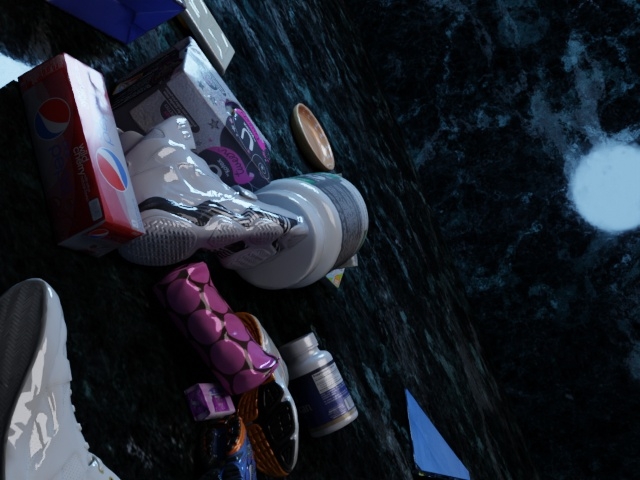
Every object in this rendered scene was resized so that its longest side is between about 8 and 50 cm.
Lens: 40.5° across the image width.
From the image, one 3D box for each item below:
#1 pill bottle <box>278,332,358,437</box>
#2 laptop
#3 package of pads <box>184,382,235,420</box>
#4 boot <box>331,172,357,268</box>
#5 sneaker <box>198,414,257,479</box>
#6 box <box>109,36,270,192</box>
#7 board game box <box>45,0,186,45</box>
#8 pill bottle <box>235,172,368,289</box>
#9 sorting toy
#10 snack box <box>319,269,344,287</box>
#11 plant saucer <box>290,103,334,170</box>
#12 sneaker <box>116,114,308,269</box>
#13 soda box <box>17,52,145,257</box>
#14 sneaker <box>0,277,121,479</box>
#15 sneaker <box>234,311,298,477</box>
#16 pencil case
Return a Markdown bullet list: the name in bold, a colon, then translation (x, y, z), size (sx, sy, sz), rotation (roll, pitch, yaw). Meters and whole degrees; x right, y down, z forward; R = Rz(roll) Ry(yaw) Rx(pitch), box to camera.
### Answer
- **pill bottle**: translation (-0.009, 0.255, 1.543), size (0.169, 0.094, 0.094), rotation (65, 17, 3)
- **laptop**: translation (0.397, 0.577, 2.069), size (0.382, 0.408, 0.236), rotation (54, 54, -30)
- **package of pads**: translation (-0.157, 0.231, 1.242), size (0.050, 0.032, 0.083), rotation (65, 16, 16)
- **boot**: translation (-0.017, -0.033, 1.881), size (0.076, 0.189, 0.209), rotation (-22, 106, -63)
- **sneaker**: translation (-0.117, 0.331, 1.145), size (0.221, 0.083, 0.087), rotation (-84, 150, -56)
- **box**: translation (-0.211, -0.180, 1.444), size (0.247, 0.163, 0.142), rotation (53, 19, -32)
- **board game box**: translation (-0.381, -0.518, 1.464), size (0.232, 0.141, 0.291), rotation (16, 51, -68)
- **pill bottle**: translation (-0.040, -0.021, 1.658), size (0.204, 0.204, 0.361), rotation (64, 16, 0)
- **sorting toy**: translation (-0.265, -0.473, 1.939), size (0.193, 0.038, 0.208), rotation (57, 14, -23)
- **snack box**: translation (0.024, 0.023, 1.966), size (0.100, 0.037, 0.141), rotation (45, 56, -44)
- **plant saucer**: translation (-0.026, -0.274, 2.350), size (0.200, 0.037, 0.200), rotation (55, 20, -31)
- **sneaker**: translation (-0.174, -0.074, 1.343), size (0.365, 0.137, 0.210), rotation (2, 61, -49)
- **soda box**: translation (-0.322, -0.116, 1.165), size (0.092, 0.083, 0.263), rotation (26, 41, -63)
- **sneaker**: translation (-0.270, 0.196, 0.857), size (0.169, 0.108, 0.293), rotation (47, 34, -49)
- **sneaker**: translation (-0.078, 0.242, 1.363), size (0.121, 0.099, 0.262), rotation (41, 29, -62)
- **pencil case**: translation (-0.150, 0.125, 1.266), size (0.098, 0.095, 0.209), rotation (-37, 91, -37)
